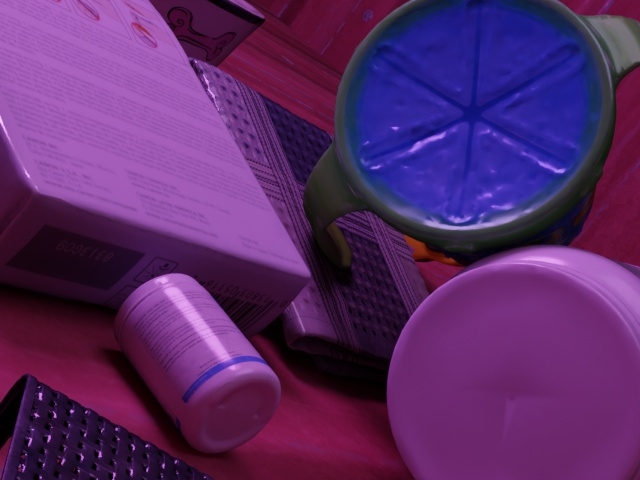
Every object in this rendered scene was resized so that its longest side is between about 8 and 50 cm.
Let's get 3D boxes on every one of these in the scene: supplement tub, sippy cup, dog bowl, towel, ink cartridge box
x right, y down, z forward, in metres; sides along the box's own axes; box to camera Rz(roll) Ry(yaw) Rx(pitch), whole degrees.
[{"bbox_3d":[0.206,0.126,1.041,0.235,0.235,0.325,42,13,22],"label":"supplement tub"},{"bbox_3d":[0.152,-0.076,1.103,0.306,0.240,0.224,7,-15,20],"label":"sippy cup"},{"bbox_3d":[-0.274,-0.308,1.455,0.408,0.150,0.408,32,9,-6],"label":"dog bowl"},{"bbox_3d":[0.000,0.000,1.205,0.312,0.056,0.324,24,37,-53],"label":"towel"},{"bbox_3d":[-0.080,0.079,0.800,0.071,0.071,0.107,22,20,-50],"label":"supplement tub"},{"bbox_3d":[-0.200,-0.112,0.966,0.308,0.091,0.385,19,33,-54],"label":"ink cartridge box"}]

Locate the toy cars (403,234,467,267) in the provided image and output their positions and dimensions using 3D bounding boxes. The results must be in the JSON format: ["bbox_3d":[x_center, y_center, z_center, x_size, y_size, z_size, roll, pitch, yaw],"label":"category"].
[{"bbox_3d":[0.030,-0.053,1.596,0.394,0.087,0.176,29,9,-20],"label":"toy cars"}]

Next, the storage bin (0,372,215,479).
[{"bbox_3d":[-0.098,0.140,0.394,0.084,0.122,0.180,33,13,-17],"label":"storage bin"}]
